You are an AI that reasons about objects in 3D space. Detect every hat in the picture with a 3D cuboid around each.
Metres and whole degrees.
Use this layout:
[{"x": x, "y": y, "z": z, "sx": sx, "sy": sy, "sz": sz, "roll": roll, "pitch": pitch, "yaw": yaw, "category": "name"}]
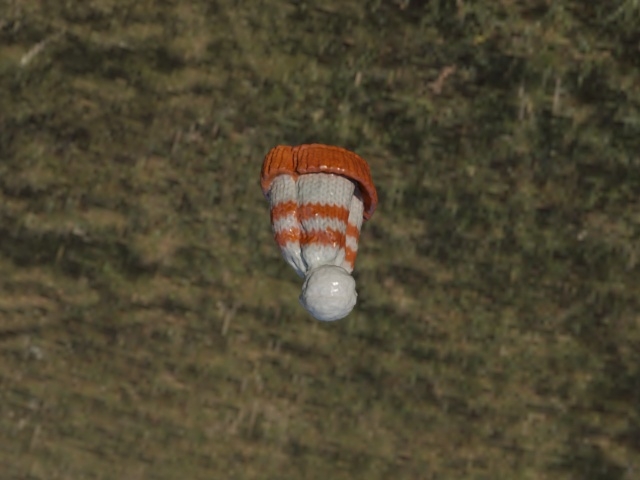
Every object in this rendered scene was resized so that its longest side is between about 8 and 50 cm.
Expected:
[{"x": 0.000, "y": 0.000, "z": 1.252, "sx": 0.112, "sy": 0.162, "sz": 0.094, "roll": 24, "pitch": 144, "yaw": -32, "category": "hat"}]
